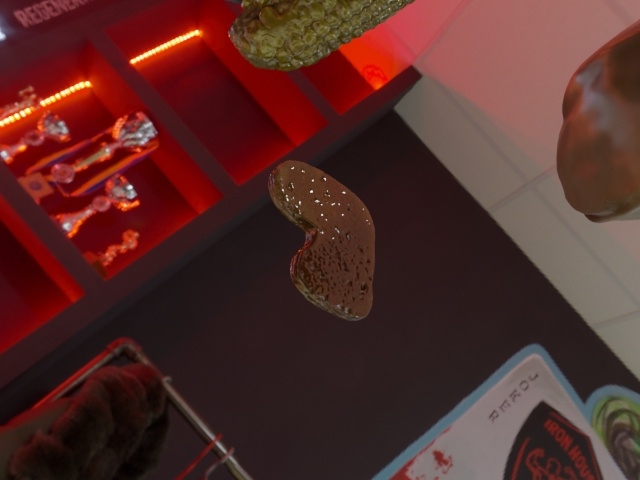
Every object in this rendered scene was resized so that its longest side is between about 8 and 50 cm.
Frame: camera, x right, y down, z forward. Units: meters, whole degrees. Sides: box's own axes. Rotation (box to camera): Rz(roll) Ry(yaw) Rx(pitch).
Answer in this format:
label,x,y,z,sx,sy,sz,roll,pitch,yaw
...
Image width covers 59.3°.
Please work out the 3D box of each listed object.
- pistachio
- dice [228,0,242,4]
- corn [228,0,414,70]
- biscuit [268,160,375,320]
label,x,y,z,sx,sy,sz,roll,pitch,yaw
pistachio,0.493,-0.186,0.810,0.281,0.445,0.365,34,-69,4
dice,-0.039,-0.343,0.521,0.181,0.182,0.183,-5,-43,16
corn,0.043,-0.220,0.421,0.097,0.261,0.097,54,4,-6
biscuit,-0.001,0.001,1.063,0.262,0.277,0.052,24,-33,-35
